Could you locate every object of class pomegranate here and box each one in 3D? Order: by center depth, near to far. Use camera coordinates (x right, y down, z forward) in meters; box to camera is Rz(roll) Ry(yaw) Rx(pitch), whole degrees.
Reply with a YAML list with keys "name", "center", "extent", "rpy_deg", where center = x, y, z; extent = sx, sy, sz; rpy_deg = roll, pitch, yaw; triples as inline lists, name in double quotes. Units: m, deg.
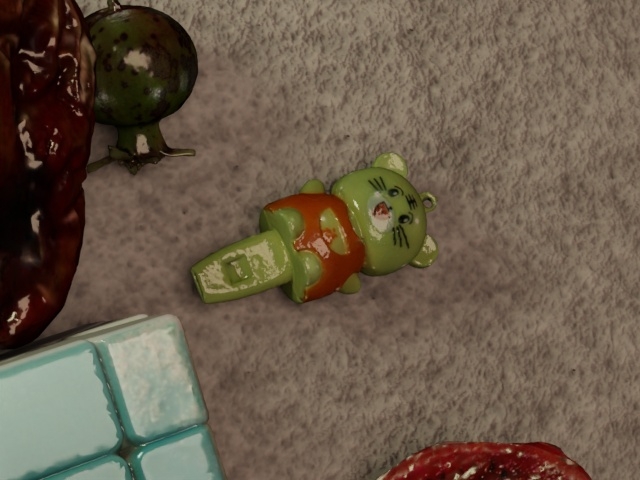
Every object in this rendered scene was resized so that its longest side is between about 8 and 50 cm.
- name: "pomegranate"
  center: [-0.194, -0.156, 1.850]
  extent: [0.148, 0.148, 0.169]
  rpy_deg: [-1, 84, -21]

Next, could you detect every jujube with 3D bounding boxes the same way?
- name: "jujube"
  center: [-0.346, -0.083, 1.724]
  extent: [0.276, 0.276, 0.377]
  rpy_deg: [0, 81, -21]

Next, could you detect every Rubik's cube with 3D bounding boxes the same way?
- name: "Rubik's cube"
  center: [-0.269, 0.263, 1.702]
  extent: [0.322, 0.319, 0.316]
  rpy_deg: [-17, 92, -22]

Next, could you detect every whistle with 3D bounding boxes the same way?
- name: "whistle"
  center: [0.000, 0.000, 1.932]
  extent: [0.288, 0.106, 0.131]
  rpy_deg: [-20, 87, -21]

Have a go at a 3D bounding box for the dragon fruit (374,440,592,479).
- name: "dragon fruit"
  center: [0.179, 0.408, 1.877]
  extent: [0.386, 0.371, 0.249]
  rpy_deg: [-61, 142, -13]
